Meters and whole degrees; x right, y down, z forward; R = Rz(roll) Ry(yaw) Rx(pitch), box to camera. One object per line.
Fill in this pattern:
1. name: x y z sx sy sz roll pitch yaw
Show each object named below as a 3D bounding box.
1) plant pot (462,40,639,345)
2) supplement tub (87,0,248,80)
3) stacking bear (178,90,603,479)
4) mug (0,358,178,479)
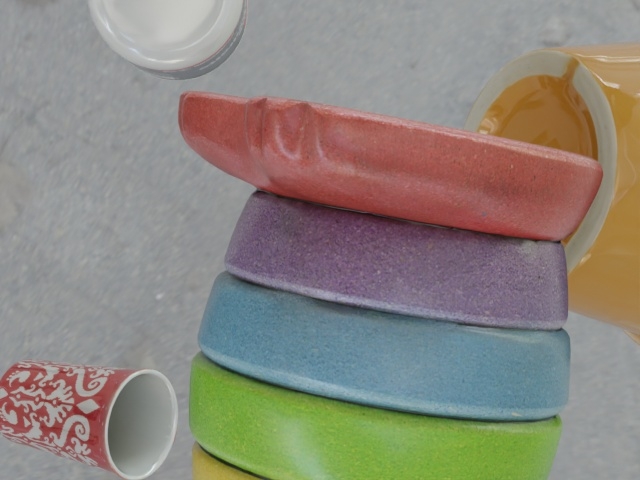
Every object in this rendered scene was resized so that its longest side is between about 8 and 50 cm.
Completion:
1. plant pot: 0.185 -0.029 0.781 0.188 0.205 0.205 5 77 -33
2. supplement tub: -0.191 -0.306 1.809 0.191 0.272 0.191 0 93 -1
3. stacking bear: 0.011 0.096 0.572 0.164 0.175 0.289 9 94 -20
4. mug: -0.243 0.192 1.469 0.113 0.169 0.150 -60 140 -33
